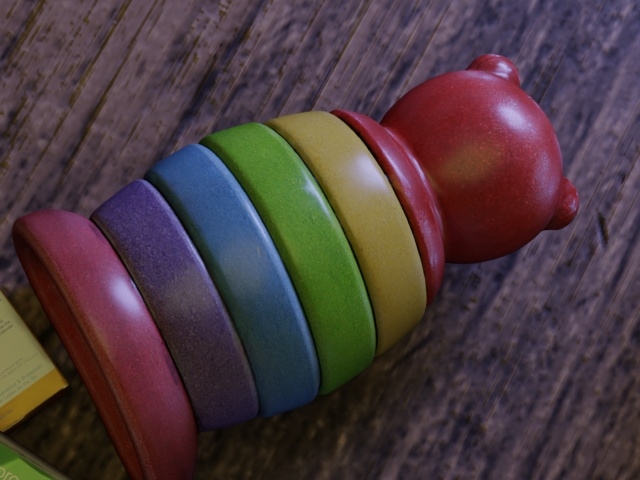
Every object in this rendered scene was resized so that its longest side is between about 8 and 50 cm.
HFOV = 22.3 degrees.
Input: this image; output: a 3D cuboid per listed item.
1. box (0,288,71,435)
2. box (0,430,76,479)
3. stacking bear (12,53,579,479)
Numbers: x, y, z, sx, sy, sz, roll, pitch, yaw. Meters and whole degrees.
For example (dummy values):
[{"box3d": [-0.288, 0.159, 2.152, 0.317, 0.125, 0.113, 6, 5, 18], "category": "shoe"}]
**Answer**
[{"box3d": [-0.212, 0.052, 0.914, 0.081, 0.028, 0.136, -35, 81, -10], "category": "box"}, {"box3d": [-0.195, 0.273, 0.842, 0.232, 0.058, 0.322, 33, 82, 0], "category": "box"}, {"box3d": [0.000, 0.000, 0.883, 0.289, 0.164, 0.175, -26, 82, -14], "category": "stacking bear"}]
